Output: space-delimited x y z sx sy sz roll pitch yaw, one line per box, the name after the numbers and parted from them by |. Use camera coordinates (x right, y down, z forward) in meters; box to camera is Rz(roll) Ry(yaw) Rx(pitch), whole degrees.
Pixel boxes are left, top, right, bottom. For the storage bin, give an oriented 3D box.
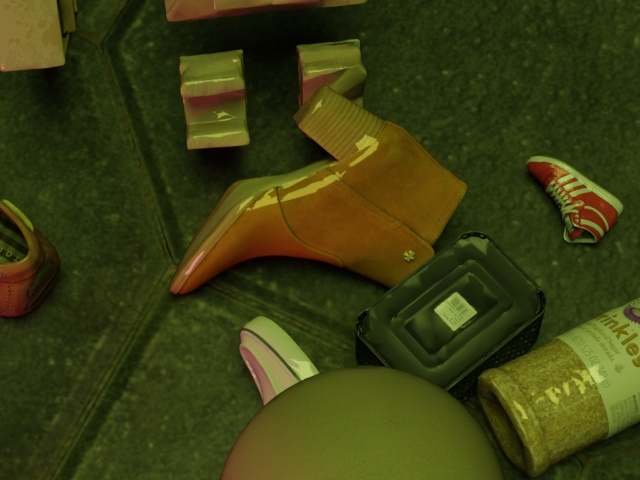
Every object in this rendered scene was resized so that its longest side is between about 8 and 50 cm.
0.135 0.092 1.611 0.180 0.084 0.122 -37 67 -15 | storage bin

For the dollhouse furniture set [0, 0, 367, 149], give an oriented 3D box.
-0.152 -0.310 1.681 0.394 0.362 0.256 -6 25 -4 | dollhouse furniture set

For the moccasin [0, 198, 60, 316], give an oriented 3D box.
-0.452 -0.052 1.636 0.380 0.147 0.139 35 69 14 | moccasin

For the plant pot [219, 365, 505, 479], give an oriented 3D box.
0.051 0.272 1.405 0.284 0.191 0.284 -1 97 -7 | plant pot

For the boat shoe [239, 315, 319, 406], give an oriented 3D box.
-0.021 0.202 1.561 0.088 0.096 0.267 -28 77 -18 | boat shoe

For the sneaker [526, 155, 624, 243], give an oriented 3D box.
0.269 -0.042 1.702 0.118 0.042 0.067 32 65 11 | sneaker

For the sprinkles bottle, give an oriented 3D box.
0.340 0.116 1.587 0.355 0.121 0.121 -25 68 -12 | sprinkles bottle

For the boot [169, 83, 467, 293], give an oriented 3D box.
0.000 -0.001 1.643 0.211 0.104 0.295 38 103 -15 | boot
